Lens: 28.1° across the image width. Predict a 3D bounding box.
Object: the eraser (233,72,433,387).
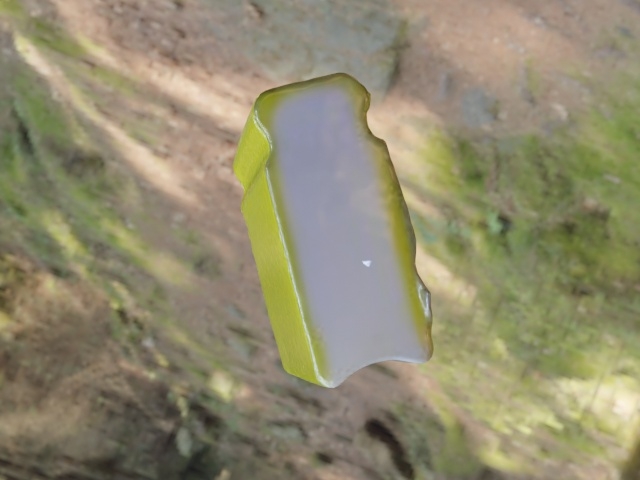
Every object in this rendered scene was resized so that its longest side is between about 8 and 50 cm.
[{"bbox_3d":[0.000,0.000,0.748,0.069,0.158,0.226,-12,178,-8],"label":"eraser"}]
